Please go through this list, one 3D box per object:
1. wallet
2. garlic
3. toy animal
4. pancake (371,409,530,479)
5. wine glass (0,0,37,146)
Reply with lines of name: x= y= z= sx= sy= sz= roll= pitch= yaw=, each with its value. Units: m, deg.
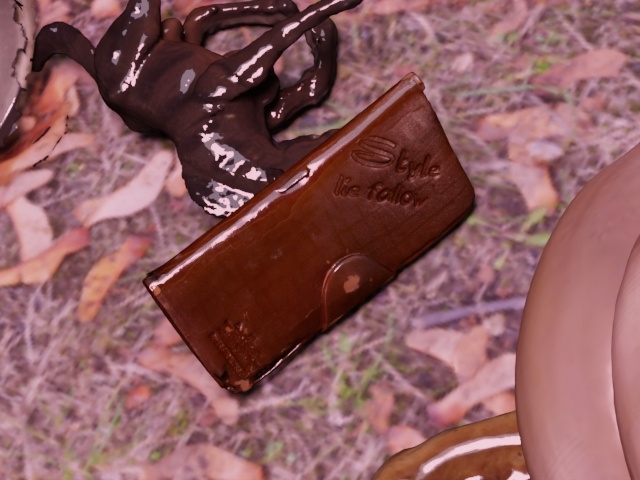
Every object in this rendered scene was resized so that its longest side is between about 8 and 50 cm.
wallet: x=0.000 y=0.000 z=0.929 sx=0.176 sy=0.095 sz=0.026 roll=-38 pitch=36 yaw=-10
garlic: x=0.212 y=0.040 z=0.765 sx=0.246 sy=0.231 sz=0.340 roll=2 pitch=59 yaw=1
toy animal: x=-0.062 y=-0.096 z=1.002 sx=0.233 sy=0.084 sz=0.148 roll=29 pitch=74 yaw=22
pancake: x=0.091 y=0.187 z=0.840 sx=0.212 sy=0.029 sz=0.235 roll=-7 pitch=58 yaw=10
wine glass: x=-0.325 y=-0.143 z=1.057 sx=0.321 sy=0.143 sz=0.143 roll=19 pitch=68 yaw=30
